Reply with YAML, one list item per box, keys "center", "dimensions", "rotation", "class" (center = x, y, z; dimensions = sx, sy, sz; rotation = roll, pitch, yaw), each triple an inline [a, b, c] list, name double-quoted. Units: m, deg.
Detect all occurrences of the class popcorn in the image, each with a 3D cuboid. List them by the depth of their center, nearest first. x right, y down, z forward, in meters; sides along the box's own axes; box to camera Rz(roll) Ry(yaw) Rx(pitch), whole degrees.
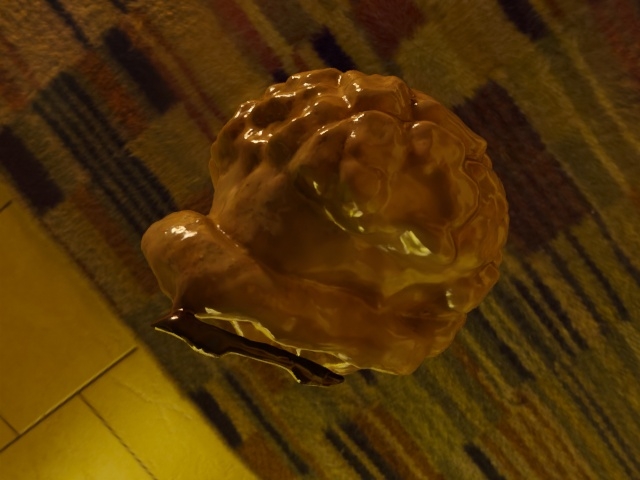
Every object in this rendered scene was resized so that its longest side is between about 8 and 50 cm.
- center: [0.000, 0.000, 0.700]
  dimensions: [0.349, 0.381, 0.349]
  rotation: [27, 137, 28]
  class: "popcorn"
